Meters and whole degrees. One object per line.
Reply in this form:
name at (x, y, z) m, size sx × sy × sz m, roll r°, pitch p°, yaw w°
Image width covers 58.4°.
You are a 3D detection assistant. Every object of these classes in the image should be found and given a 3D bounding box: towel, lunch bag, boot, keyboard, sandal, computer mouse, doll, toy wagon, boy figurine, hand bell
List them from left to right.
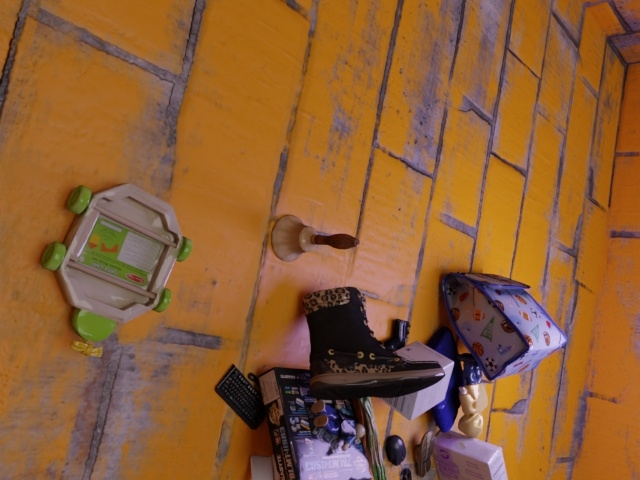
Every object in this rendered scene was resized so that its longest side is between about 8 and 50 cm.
toy wagon at (-0.418, 0.060, 1.154) m, size 0.267 × 0.068 × 0.344 m, roll 32°, pitch 71°, yaw -41°
keyboard at (-0.180, 0.385, 1.439) m, size 0.108 × 0.023 × 0.180 m, roll -52°, pitch 126°, yaw -30°
hand bell at (0.000, 0.000, 1.442) m, size 0.126 × 0.242 × 0.126 m, roll -4°, pitch 96°, yaw -44°
doll at (0.051, 0.471, 1.460) m, size 0.189 × 0.046 × 0.129 m, roll 37°, pitch 29°, yaw -43°
towel at (0.135, 0.536, 1.644) m, size 0.038 × 0.248 × 0.325 m, roll -13°, pitch 104°, yaw -2°
boot at (0.131, 0.270, 1.530) m, size 0.377 × 0.138 × 0.284 m, roll -1°, pitch 55°, yaw -17°
boot at (0.245, 0.303, 1.840) m, size 0.121 × 0.045 × 0.099 m, roll 15°, pitch 84°, yaw -51°
computer mouse at (0.272, 0.744, 1.895) m, size 0.071 × 0.041 × 0.242 m, roll -38°, pitch 119°, yaw -37°
sandal at (0.352, 0.734, 1.974) m, size 0.072 × 0.049 × 0.180 m, roll -15°, pitch 117°, yaw -38°
towel at (0.428, 0.486, 2.020) m, size 0.227 × 0.076 × 0.308 m, roll -41°, pitch 119°, yaw -44°
boy figurine at (0.535, 0.543, 2.017) m, size 0.177 × 0.092 × 0.285 m, roll 1°, pitch 89°, yaw -50°
lunch bag at (0.633, 0.263, 2.033) m, size 0.328 × 0.385 × 0.239 m, roll 6°, pitch 132°, yaw -46°

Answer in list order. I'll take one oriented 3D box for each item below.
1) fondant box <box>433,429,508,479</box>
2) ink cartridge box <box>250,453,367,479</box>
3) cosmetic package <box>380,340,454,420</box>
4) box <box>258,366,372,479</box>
fondant box at (0.540, 0.853, 2.027) m, size 0.096 × 0.238 × 0.330 m, roll -29°, pitch 112°, yaw -38°
ink cartridge box at (-0.012, 0.660, 1.501) m, size 0.353 × 0.119 × 0.207 m, roll 25°, pitch 46°, yaw -43°
cosmetic package at (0.294, 0.434, 1.795) m, size 0.184 × 0.151 × 0.151 m, roll -15°, pitch 122°, yaw -44°
box at (-0.009, 0.482, 1.476) m, size 0.295 × 0.073 × 0.293 m, roll 18°, pitch 48°, yaw -47°
